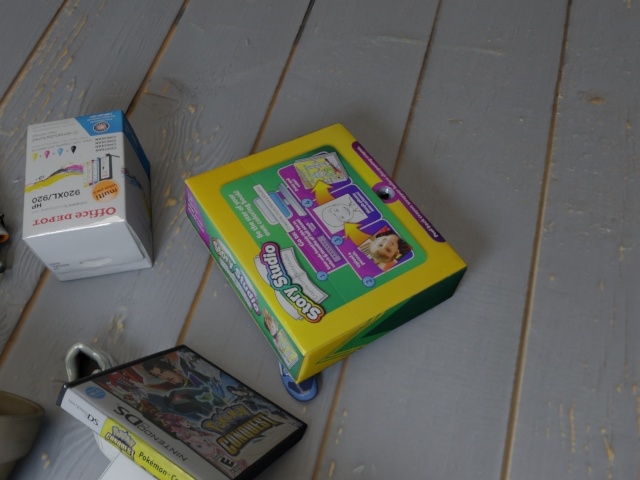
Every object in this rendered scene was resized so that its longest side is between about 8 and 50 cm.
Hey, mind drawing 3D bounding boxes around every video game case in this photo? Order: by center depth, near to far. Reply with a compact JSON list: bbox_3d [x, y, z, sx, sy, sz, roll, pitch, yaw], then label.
[{"bbox_3d":[-0.176,0.242,0.908,0.248,0.275,0.035,28,102,18],"label":"video game case"}]

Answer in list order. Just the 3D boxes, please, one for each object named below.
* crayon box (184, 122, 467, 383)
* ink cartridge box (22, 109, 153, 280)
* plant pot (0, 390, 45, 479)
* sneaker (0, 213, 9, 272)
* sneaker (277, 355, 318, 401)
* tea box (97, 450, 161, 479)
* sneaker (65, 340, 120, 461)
[{"bbox_3d":[0.000,0.000,1.072,0.313,0.106,0.363,-25,61,-24],"label":"crayon box"},{"bbox_3d":[-0.399,-0.075,1.138,0.171,0.168,0.232,-10,62,-2],"label":"ink cartridge box"},{"bbox_3d":[-0.576,0.334,0.876,0.323,0.323,0.280,10,79,10],"label":"plant pot"},{"bbox_3d":[-0.626,-0.042,1.188,0.108,0.100,0.271,-8,63,-16],"label":"sneaker"},{"bbox_3d":[-0.045,0.185,1.033,0.053,0.059,0.144,-18,62,-9],"label":"sneaker"},{"bbox_3d":[-0.187,0.497,0.780,0.329,0.220,0.323,28,66,18],"label":"tea box"},{"bbox_3d":[-0.327,0.249,0.985,0.090,0.115,0.232,-37,65,-15],"label":"sneaker"}]
